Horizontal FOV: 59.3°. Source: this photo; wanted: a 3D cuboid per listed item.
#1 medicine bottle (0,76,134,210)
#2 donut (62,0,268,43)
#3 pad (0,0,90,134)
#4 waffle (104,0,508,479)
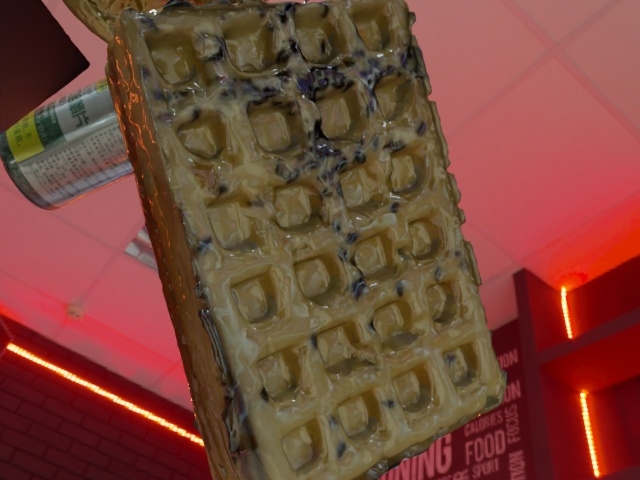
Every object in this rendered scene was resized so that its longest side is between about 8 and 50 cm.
[{"bbox_3d":[-0.298,-0.162,0.820,0.293,0.141,0.141,-24,-52,-1],"label":"medicine bottle"},{"bbox_3d":[-0.190,-0.346,0.682,0.330,0.330,0.160,32,-60,-17],"label":"donut"},{"bbox_3d":[-0.357,-0.204,0.588,0.004,0.163,0.243,46,-10,14],"label":"pad"},{"bbox_3d":[0.000,0.000,0.458,0.114,0.261,0.376,-7,-82,64],"label":"waffle"}]
